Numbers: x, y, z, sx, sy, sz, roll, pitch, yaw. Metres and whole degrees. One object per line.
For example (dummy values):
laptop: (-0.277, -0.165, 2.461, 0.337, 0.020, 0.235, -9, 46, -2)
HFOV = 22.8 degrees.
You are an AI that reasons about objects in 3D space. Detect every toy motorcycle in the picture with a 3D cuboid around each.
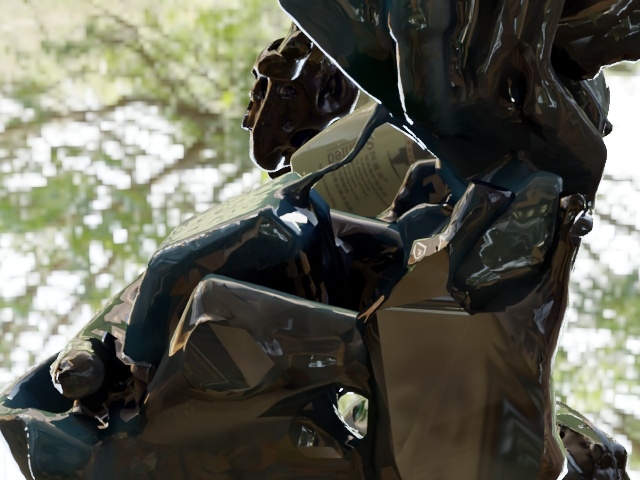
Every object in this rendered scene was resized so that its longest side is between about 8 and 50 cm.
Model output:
toy motorcycle: (0.000, 0.000, 0.615, 0.232, 0.416, 0.172, 16, -159, 5)

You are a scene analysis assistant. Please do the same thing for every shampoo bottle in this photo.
shampoo bottle: (0.063, -0.054, 0.847, 0.049, 0.072, 0.212, -18, 175, -38)

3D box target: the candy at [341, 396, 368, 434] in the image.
candy: (0.054, 0.236, 0.921, 0.097, 0.323, 0.097, -1, 151, -1)

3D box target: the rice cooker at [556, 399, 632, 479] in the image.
rice cooker: (0.152, 0.216, 1.131, 0.118, 0.203, 0.142, 2, -167, -29)

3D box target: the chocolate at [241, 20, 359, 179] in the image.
chocolate: (-0.009, -0.177, 1.522, 0.148, 0.343, 0.126, -30, -113, -38)
